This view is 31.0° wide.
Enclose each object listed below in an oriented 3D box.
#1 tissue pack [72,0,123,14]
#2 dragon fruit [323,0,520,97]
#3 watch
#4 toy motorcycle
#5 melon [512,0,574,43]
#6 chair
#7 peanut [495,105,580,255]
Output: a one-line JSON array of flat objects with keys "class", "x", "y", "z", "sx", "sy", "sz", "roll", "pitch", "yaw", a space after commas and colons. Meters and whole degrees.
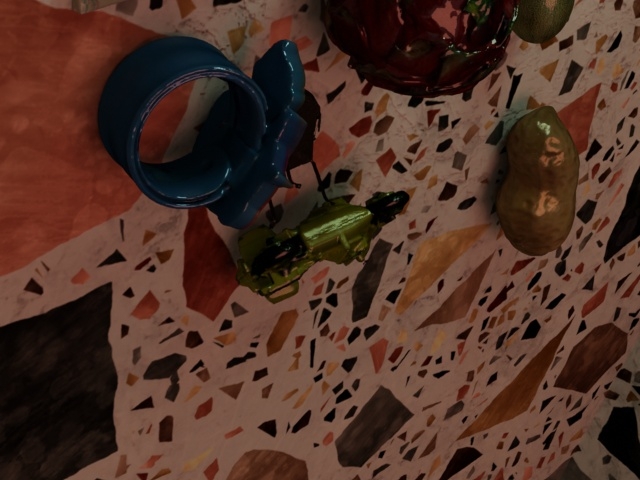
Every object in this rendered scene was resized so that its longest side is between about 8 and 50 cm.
[{"class": "tissue pack", "x": -0.297, "y": -0.357, "z": 1.621, "sx": 0.108, "sy": 0.023, "sz": 0.056, "roll": -27, "pitch": 138, "yaw": -31}, {"class": "dragon fruit", "x": 0.168, "y": -0.382, "z": 1.879, "sx": 0.329, "sy": 0.329, "sz": 0.329, "roll": -29, "pitch": 138, "yaw": -29}, {"class": "watch", "x": -0.170, "y": -0.196, "z": 1.751, "sx": 0.275, "sy": 0.241, "sz": 0.305, "roll": 23, "pitch": 103, "yaw": -40}, {"class": "toy motorcycle", "x": -0.001, "y": -0.002, "z": 2.145, "sx": 0.342, "sy": 0.142, "sz": 0.206, "roll": -25, "pitch": 164, "yaw": -25}, {"class": "melon", "x": 0.419, "y": -0.472, "z": 2.221, "sx": 0.139, "sy": 0.139, "sz": 0.192, "roll": -32, "pitch": 138, "yaw": -26}, {"class": "chair", "x": -0.066, "y": -0.150, "z": 2.008, "sx": 0.174, "sy": 0.149, "sz": 0.213, "roll": 25, "pitch": 58, "yaw": -51}, {"class": "peanut", "x": 0.477, "y": -0.127, "z": 2.562, "sx": 0.192, "sy": 0.169, "sz": 0.387, "roll": -26, "pitch": 134, "yaw": -25}]
